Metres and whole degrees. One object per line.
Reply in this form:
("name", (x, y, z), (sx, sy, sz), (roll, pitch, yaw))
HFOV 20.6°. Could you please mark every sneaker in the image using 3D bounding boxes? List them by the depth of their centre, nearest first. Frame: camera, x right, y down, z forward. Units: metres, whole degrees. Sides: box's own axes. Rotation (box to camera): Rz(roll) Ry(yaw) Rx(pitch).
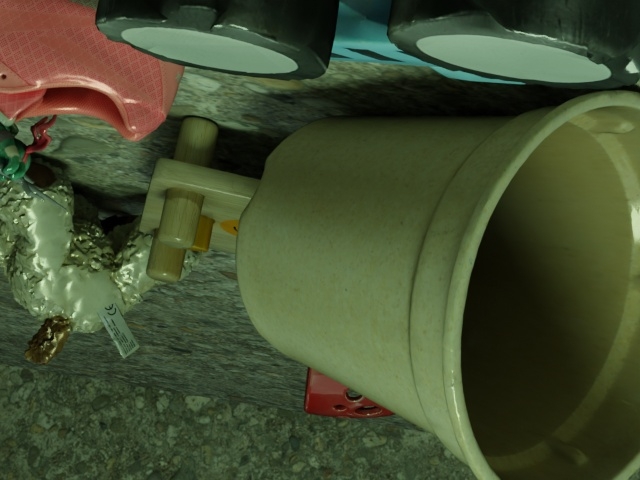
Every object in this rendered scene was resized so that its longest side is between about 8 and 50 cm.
("sneaker", (-0.244, -0.159, 1.291), (0.314, 0.136, 0.116), (14, 166, -9))

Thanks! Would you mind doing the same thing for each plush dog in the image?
("plush dog", (-0.297, 0.013, 2.014), (0.262, 0.210, 0.225), (20, -169, -26))

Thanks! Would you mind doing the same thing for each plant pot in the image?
("plant pot", (0.108, 0.025, 1.459), (0.305, 0.334, 0.334), (14, 172, 45))
("plant pot", (0.073, 0.122, 2.084), (0.174, 0.191, 0.191), (9, 167, -1))

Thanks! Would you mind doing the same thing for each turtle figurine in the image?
("turtle figurine", (-0.353, -0.100, 1.677), (0.175, 0.118, 0.234), (-22, 132, 41))

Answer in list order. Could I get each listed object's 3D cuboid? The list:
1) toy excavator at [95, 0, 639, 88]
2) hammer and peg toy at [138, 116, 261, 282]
("toy excavator", (0.037, -0.166, 0.931), (0.433, 0.222, 0.445), (6, 174, 26))
("hammer and peg toy", (0.000, 0.000, 1.763), (0.361, 0.127, 0.266), (13, 167, -7))
